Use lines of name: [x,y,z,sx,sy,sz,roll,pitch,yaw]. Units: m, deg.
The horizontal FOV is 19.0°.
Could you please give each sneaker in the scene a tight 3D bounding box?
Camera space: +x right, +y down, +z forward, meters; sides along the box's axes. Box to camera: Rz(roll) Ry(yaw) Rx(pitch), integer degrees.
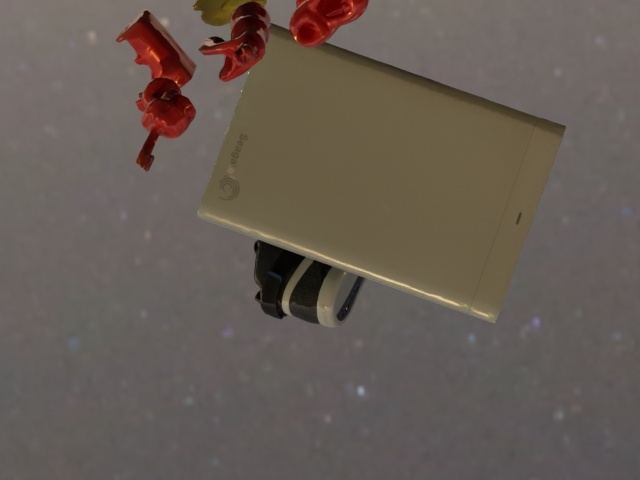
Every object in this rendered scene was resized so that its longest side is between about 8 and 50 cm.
sneaker: [0.000,0.000,1.974,0.121,0.079,0.217,11,-142,21]

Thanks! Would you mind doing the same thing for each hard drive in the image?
hard drive: [0.059,-0.066,1.854,0.308,0.203,0.040,20,178,4]

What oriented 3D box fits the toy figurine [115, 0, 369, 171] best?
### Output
toy figurine: [-0.015,-0.230,0.869,0.362,0.217,0.191,-35,-163,24]
